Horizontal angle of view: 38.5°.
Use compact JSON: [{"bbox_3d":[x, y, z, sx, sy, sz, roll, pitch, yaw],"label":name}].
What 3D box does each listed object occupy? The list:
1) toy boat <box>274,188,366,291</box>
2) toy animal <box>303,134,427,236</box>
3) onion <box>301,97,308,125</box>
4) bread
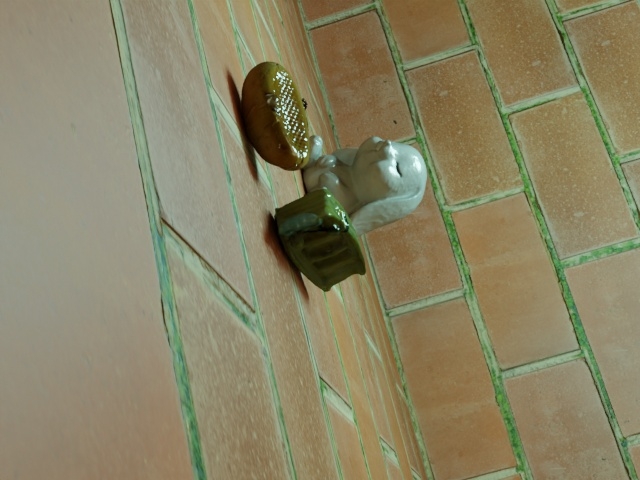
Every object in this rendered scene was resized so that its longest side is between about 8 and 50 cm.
[{"bbox_3d":[-0.002,-0.006,1.416,0.276,0.111,0.084,53,16,-65],"label":"toy boat"},{"bbox_3d":[0.102,-0.129,2.021,0.271,0.265,0.206,-103,175,-46],"label":"toy animal"},{"bbox_3d":[-0.062,-0.200,1.494,0.107,0.097,0.107,57,-8,12],"label":"onion"},{"bbox_3d":[-0.070,-0.184,1.384,0.114,0.077,0.189,24,51,-54],"label":"bread"}]
